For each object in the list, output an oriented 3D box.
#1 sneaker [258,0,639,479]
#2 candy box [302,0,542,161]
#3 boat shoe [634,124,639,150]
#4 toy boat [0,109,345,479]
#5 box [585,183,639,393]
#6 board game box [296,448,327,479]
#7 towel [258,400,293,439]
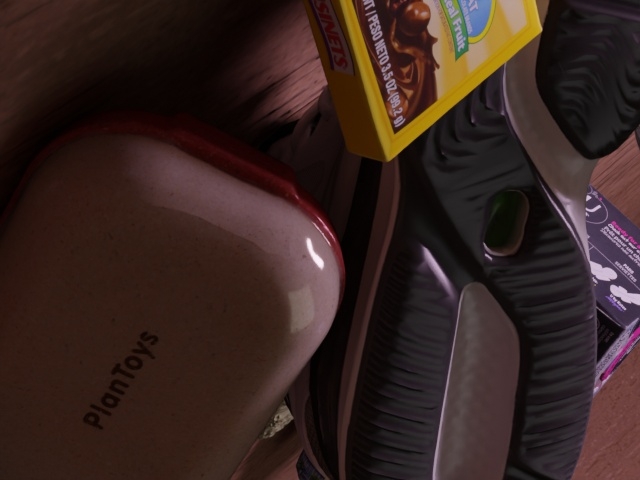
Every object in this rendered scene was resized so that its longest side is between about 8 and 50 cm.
[{"bbox_3d":[0.044,-0.092,0.910,0.169,0.257,0.447,6,104,-27],"label":"sneaker"},{"bbox_3d":[0.026,-0.142,0.687,0.105,0.027,0.206,-42,131,-31],"label":"candy box"},{"bbox_3d":[0.212,-0.167,0.914,0.103,0.118,0.320,132,-30,-54],"label":"boat shoe"},{"bbox_3d":[-0.087,0.028,0.860,0.231,0.151,0.151,-56,-167,30],"label":"toy boat"},{"bbox_3d":[0.230,0.085,1.854,0.142,0.163,0.247,-32,159,-44],"label":"box"},{"bbox_3d":[0.062,0.111,1.638,0.194,0.060,0.194,-37,162,-36],"label":"board game box"},{"bbox_3d":[0.002,0.097,1.486,0.148,0.027,0.110,-39,165,-35],"label":"towel"}]
